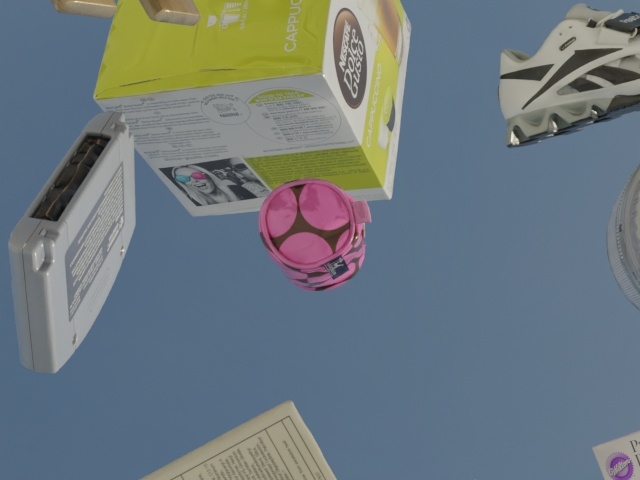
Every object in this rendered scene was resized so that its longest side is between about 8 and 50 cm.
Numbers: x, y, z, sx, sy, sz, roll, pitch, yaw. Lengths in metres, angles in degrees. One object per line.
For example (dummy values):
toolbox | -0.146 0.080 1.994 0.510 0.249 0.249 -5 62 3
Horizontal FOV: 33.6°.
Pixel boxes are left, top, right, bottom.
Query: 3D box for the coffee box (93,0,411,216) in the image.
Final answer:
coffee box | -0.081 -0.269 1.568 0.338 0.334 0.338 -3 -119 20

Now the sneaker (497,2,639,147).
sneaker | 0.344 -0.216 1.223 0.330 0.122 0.146 -14 -94 37

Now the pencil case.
pencil case | 0.000 0.000 1.019 0.098 0.209 0.095 -21 -97 0

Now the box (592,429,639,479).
box | 0.402 0.163 0.946 0.324 0.063 0.067 -30 -112 36

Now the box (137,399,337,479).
box | -0.134 0.275 0.894 0.311 0.121 0.148 -23 -103 -25

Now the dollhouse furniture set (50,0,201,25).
dollhouse furniture set | -0.047 -0.255 0.622 0.212 0.242 0.161 -36 -103 30

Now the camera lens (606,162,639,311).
camera lens | 0.429 -0.008 1.149 0.219 0.274 0.219 -1 -96 11

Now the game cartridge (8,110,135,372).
game cartridge | -0.283 0.004 1.236 0.062 0.198 0.297 13 -144 2
